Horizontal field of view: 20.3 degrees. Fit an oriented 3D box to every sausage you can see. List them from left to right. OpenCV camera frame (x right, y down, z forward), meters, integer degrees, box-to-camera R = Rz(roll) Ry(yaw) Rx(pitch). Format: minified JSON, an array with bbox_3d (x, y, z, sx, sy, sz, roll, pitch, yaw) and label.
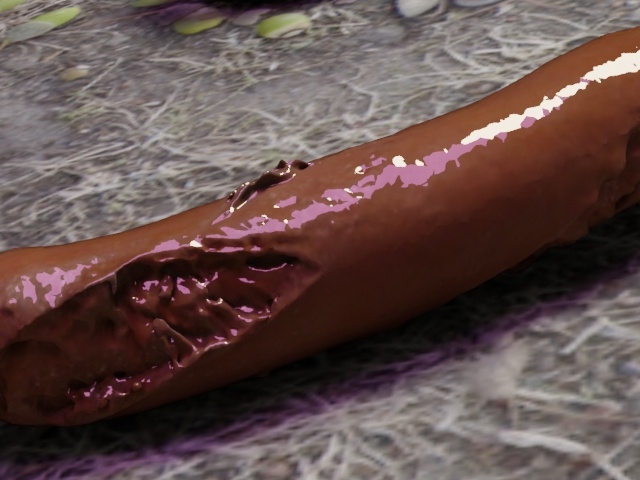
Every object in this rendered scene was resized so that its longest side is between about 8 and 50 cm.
[{"bbox_3d":[0.001,0.001,0.679,0.327,0.079,0.087,-21,37,-9],"label":"sausage"}]
